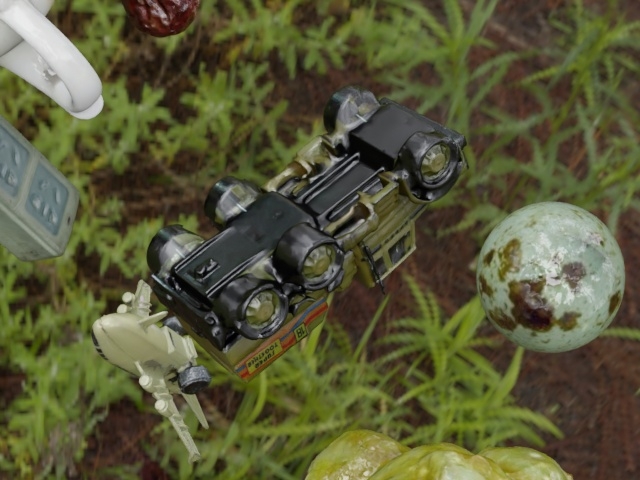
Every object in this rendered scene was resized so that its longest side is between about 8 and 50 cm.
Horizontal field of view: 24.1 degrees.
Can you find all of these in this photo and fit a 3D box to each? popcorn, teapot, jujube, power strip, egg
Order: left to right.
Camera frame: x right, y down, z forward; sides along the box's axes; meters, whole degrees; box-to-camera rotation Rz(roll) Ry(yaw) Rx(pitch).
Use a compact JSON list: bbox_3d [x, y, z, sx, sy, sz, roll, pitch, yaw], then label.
[{"bbox_3d":[-0.271,-0.196,1.085,0.204,0.139,0.298,-40,63,-14],"label":"teapot"},{"bbox_3d":[-0.289,-0.072,1.236,0.052,0.272,0.078,-9,53,28],"label":"power strip"},{"bbox_3d":[-0.128,-0.227,1.199,0.077,0.129,0.077,1,22,0],"label":"jujube"},{"bbox_3d":[0.091,0.323,1.521,0.321,0.290,0.325,-40,66,17],"label":"popcorn"},{"bbox_3d":[0.265,0.036,1.724,0.169,0.169,0.231,23,24,1],"label":"egg"}]

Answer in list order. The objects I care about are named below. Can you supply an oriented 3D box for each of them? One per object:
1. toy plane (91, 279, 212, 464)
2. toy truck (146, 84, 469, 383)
[{"bbox_3d":[-0.182,0.127,1.658,0.092,0.244,0.229,-23,62,3],"label":"toy plane"},{"bbox_3d":[0.000,-0.004,1.181,0.257,0.127,0.127,-43,43,-15],"label":"toy truck"}]
